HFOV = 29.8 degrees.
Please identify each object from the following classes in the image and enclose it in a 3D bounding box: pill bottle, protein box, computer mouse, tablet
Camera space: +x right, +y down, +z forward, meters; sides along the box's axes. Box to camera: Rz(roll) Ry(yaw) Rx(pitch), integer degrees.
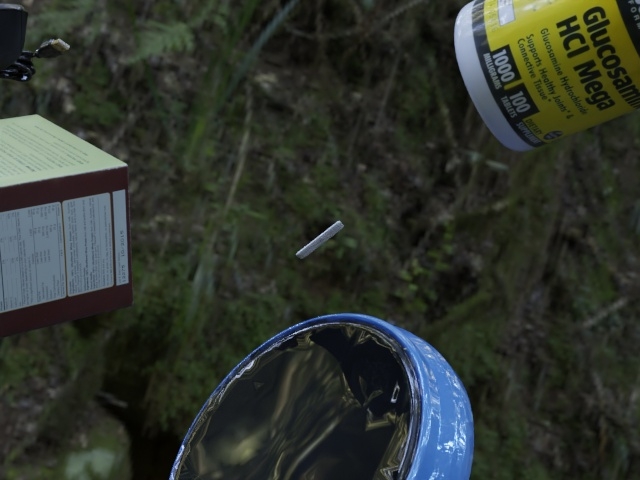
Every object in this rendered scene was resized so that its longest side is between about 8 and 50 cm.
[{"bbox_3d":[0.332,-0.238,1.321,0.334,0.188,0.188,-22,-24,29],"label":"pill bottle"},{"bbox_3d":[-0.301,-0.013,1.058,0.201,0.136,0.200,-13,25,-33],"label":"protein box"},{"bbox_3d":[-0.391,-0.230,1.497,0.184,0.060,0.262,-9,-4,-33],"label":"computer mouse"},{"bbox_3d":[0.000,0.000,1.831,0.006,0.083,0.054,52,2,10],"label":"tablet"}]

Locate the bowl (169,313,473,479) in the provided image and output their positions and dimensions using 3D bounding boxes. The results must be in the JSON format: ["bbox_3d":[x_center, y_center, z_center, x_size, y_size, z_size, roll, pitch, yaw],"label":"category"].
[{"bbox_3d":[-0.017,0.253,1.327,0.391,0.391,0.077,14,-23,51],"label":"bowl"}]
